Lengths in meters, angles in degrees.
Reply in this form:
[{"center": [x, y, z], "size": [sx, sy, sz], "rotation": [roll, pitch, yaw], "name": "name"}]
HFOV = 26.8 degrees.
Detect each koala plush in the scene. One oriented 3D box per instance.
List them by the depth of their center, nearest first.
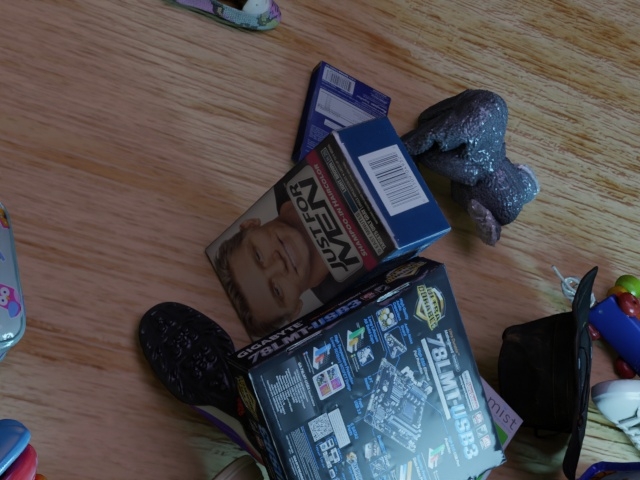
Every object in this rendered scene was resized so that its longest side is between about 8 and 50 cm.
[{"center": [0.248, -0.111, 2.130], "size": [0.221, 0.203, 0.196], "rotation": [56, 48, -11], "name": "koala plush"}]

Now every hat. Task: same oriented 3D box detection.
[{"center": [0.334, 0.189, 2.001], "size": [0.134, 0.331, 0.331], "rotation": [6, 51, 16], "name": "hat"}]

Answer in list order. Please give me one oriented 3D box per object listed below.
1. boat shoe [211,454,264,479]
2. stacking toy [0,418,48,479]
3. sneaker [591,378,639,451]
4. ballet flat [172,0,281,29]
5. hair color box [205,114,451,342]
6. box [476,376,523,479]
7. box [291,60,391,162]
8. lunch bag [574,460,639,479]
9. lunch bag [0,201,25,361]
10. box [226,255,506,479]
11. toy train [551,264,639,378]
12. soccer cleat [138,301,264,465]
[{"center": [-0.130, 0.376, 1.604], "size": [0.098, 0.109, 0.302], "rotation": [31, 35, 6], "name": "boat shoe"}, {"center": [-0.320, 0.361, 1.502], "size": [0.302, 0.175, 0.166], "rotation": [52, 50, -15], "name": "stacking toy"}, {"center": [0.541, 0.311, 2.123], "size": [0.290, 0.106, 0.123], "rotation": [28, 54, -28], "name": "sneaker"}, {"center": [-0.144, -0.384, 2.069], "size": [0.221, 0.079, 0.077], "rotation": [14, 57, -28], "name": "ballet flat"}, {"center": [0.000, 0.000, 1.774], "size": [0.105, 0.347, 0.174], "rotation": [-20, 76, -40], "name": "hair color box"}, {"center": [0.112, 0.250, 1.863], "size": [0.262, 0.127, 0.231], "rotation": [47, 50, -3], "name": "box"}, {"center": [0.032, -0.162, 2.093], "size": [0.136, 0.036, 0.225], "rotation": [27, 51, -19], "name": "box"}, {"center": [0.498, 0.467, 1.784], "size": [0.239, 0.385, 0.328], "rotation": [-18, 92, -38], "name": "lunch bag"}, {"center": [-0.493, 0.057, 1.564], "size": [0.279, 0.108, 0.224], "rotation": [-1, 69, -34], "name": "lunch bag"}, {"center": [0.064, 0.212, 1.660], "size": [0.293, 0.073, 0.296], "rotation": [-28, 111, -24], "name": "box"}, {"center": [0.492, 0.099, 2.229], "size": [0.248, 0.105, 0.143], "rotation": [48, 38, -2], "name": "toy train"}, {"center": [-0.114, 0.207, 1.760], "size": [0.318, 0.116, 0.108], "rotation": [39, 72, 11], "name": "soccer cleat"}]
